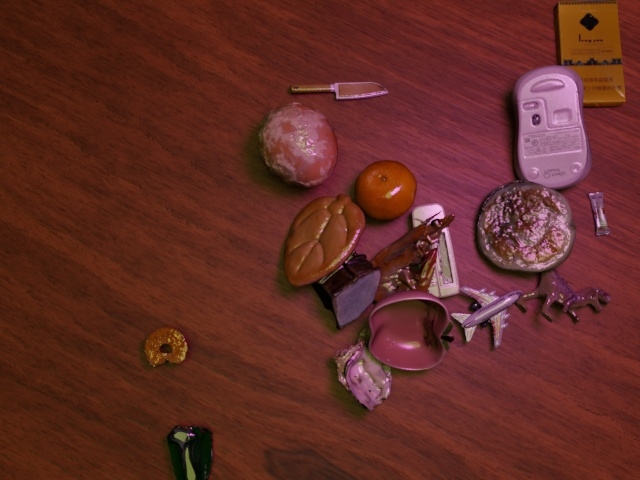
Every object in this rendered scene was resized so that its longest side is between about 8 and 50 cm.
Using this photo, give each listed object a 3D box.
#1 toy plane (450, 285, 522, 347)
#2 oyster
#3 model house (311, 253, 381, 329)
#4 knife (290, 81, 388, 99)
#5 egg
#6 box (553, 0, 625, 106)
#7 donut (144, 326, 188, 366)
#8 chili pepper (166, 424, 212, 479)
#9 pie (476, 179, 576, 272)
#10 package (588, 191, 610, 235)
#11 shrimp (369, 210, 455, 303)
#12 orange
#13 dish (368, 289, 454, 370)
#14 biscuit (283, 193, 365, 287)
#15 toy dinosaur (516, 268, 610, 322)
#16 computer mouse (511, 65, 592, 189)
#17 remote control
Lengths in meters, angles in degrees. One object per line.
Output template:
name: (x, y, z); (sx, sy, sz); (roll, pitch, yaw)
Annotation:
toy plane: (0.406, 0.167, 1.439); (0.171, 0.065, 0.162); (-30, 85, -5)
oyster: (0.106, 0.302, 1.439); (0.163, 0.081, 0.191); (31, 67, -17)
model house: (0.055, 0.100, 1.457); (0.165, 0.106, 0.152); (-38, 43, -6)
knife: (0.049, -0.388, 1.562); (0.256, 0.022, 0.046); (-1, 75, -2)
egg: (-0.053, -0.229, 1.460); (0.195, 0.195, 0.233); (-38, 68, -3)
box: (0.688, -0.479, 1.537); (0.153, 0.041, 0.279); (-1, 81, 3)
donut: (-0.374, 0.260, 1.473); (0.108, 0.043, 0.097); (0, 82, 4)
chili pepper: (-0.300, 0.540, 1.419); (0.108, 0.062, 0.216); (-12, 83, 1)
pie: (0.488, -0.030, 1.444); (0.241, 0.054, 0.240); (-3, 83, 20)
package: (0.692, -0.067, 1.488); (0.037, 0.015, 0.110); (-7, 80, 7)
shrimp: (0.225, 0.055, 1.426); (0.287, 0.063, 0.152); (-41, 75, 22)
orange: (0.161, -0.119, 1.469); (0.155, 0.134, 0.154); (-7, 60, 13)
dish: (0.209, 0.198, 1.407); (0.213, 0.090, 0.213); (1, 116, 2)
biscuit: (-0.002, -0.002, 1.451); (0.203, 0.041, 0.260); (23, 75, 33)
toy dinosaur: (0.565, 0.098, 1.455); (0.200, 0.072, 0.251); (-38, 69, -13)
computer mouse: (0.559, -0.274, 1.475); (0.184, 0.121, 0.296); (-10, 97, 16)
remote control: (0.279, 0.026, 1.474); (0.090, 0.049, 0.230); (-9, 86, 2)
